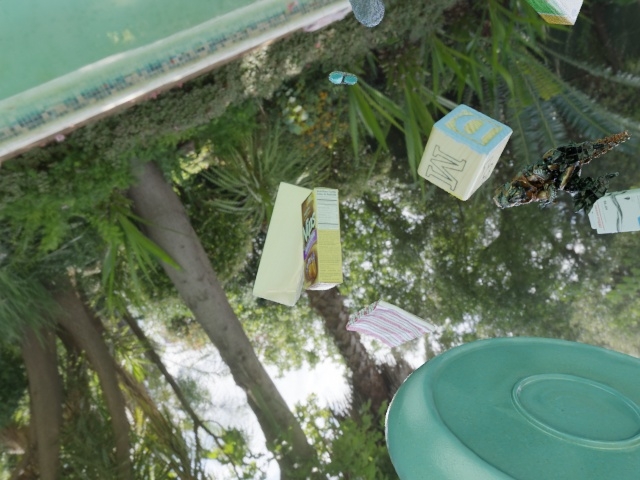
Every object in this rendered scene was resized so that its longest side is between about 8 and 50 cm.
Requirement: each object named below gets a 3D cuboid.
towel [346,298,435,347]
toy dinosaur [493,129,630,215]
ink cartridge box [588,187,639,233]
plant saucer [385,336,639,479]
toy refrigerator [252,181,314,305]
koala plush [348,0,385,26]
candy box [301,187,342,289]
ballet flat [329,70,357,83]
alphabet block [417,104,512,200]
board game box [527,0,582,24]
[{"bbox_3d":[0.156,0.199,1.079,0.197,0.144,0.029,-50,-162,60],"label":"towel"},{"bbox_3d":[0.587,-0.180,1.141,0.322,0.164,0.218,-51,-173,11],"label":"toy dinosaur"},{"bbox_3d":[0.820,-0.079,1.287,0.060,0.104,0.180,-24,-171,-35],"label":"ink cartridge box"},{"bbox_3d":[0.215,0.155,0.396,0.318,0.043,0.317,0,-165,0],"label":"plant saucer"},{"bbox_3d":[-0.071,0.006,1.099,0.102,0.269,0.094,15,-173,5],"label":"toy refrigerator"},{"bbox_3d":[0.147,-0.586,0.939,0.196,0.203,0.221,-18,-156,42],"label":"koala plush"},{"bbox_3d":[0.000,0.000,0.933,0.053,0.186,0.109,2,166,-16],"label":"candy box"},{"bbox_3d":[0.067,-0.536,1.534,0.114,0.041,0.041,-6,-174,-35],"label":"ballet flat"},{"bbox_3d":[0.458,-0.283,1.497,0.193,0.197,0.192,37,-126,22],"label":"alphabet block"},{"bbox_3d":[0.527,-0.654,0.972,0.064,0.316,0.242,28,-161,39],"label":"board game box"}]
